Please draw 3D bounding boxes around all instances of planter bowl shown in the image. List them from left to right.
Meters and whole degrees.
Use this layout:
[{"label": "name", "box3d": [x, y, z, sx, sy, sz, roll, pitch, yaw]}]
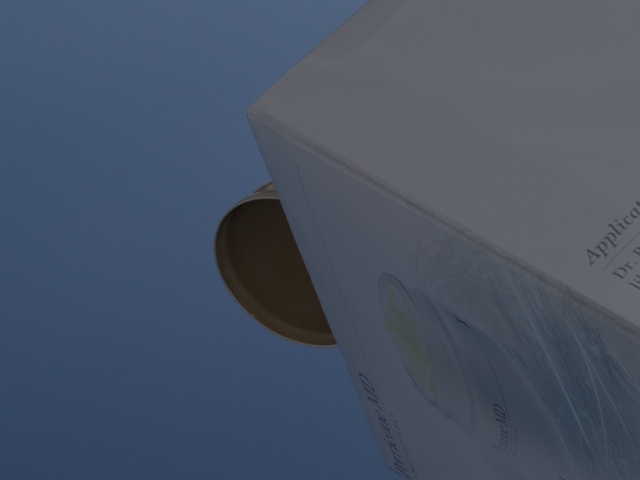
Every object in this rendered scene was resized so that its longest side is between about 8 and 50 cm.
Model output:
[{"label": "planter bowl", "box3d": [0.000, 0.000, 1.453, 0.162, 0.162, 0.109, 2, -145, 31]}]

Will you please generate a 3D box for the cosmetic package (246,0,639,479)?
[{"label": "cosmetic package", "box3d": [0.118, 0.032, 0.573, 0.138, 0.224, 0.225, -42, -130, -19]}]
